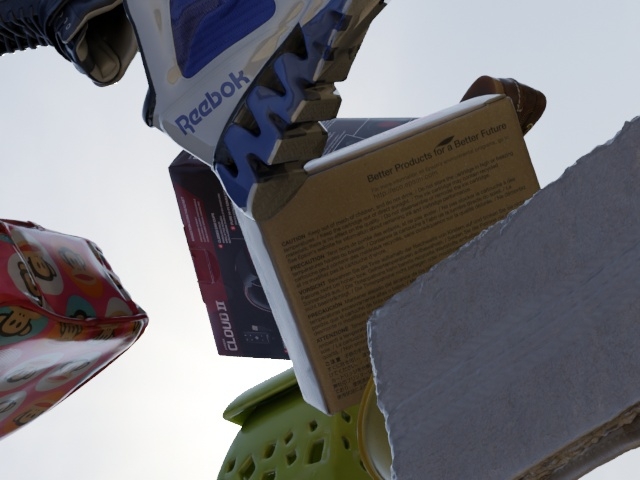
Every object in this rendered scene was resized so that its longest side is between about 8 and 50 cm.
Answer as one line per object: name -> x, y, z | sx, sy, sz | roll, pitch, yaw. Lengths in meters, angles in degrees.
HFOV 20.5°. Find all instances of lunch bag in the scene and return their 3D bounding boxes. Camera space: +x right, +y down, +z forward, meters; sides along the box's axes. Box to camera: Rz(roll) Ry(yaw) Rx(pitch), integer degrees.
lunch bag -> -0.304, 0.101, 1.492 | 0.258, 0.120, 0.293 | -39, -16, 11

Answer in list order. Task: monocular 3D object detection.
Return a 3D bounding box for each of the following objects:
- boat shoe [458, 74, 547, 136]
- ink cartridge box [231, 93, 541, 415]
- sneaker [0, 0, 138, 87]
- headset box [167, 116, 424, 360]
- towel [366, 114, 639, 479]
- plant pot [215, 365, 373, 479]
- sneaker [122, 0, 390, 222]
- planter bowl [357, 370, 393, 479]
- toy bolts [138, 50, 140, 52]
boat shoe -> 0.145, -0.077, 1.739 | 0.207, 0.073, 0.073 | -49, 45, 40
ink cartridge box -> 0.069, 0.009, 1.449 | 0.088, 0.234, 0.193 | -167, 57, -75
sneaker -> -0.263, -0.190, 1.621 | 0.086, 0.226, 0.163 | 51, -167, -48
headset box -> 0.000, 0.000, 1.682 | 0.110, 0.293, 0.218 | -53, -43, -51
towel -> 0.142, 0.061, 1.125 | 0.049, 0.282, 0.187 | 24, -137, -37
plant pot -> 0.024, 0.252, 1.956 | 0.228, 0.227, 0.207 | 25, -129, -35
sneaker -> -0.047, -0.190, 1.289 | 0.315, 0.182, 0.127 | -62, -13, 10
planter bowl -> 0.144, 0.141, 1.370 | 0.217, 0.090, 0.217 | -14, -56, -21
toy bolts -> -0.196, -0.324, 1.990 | 0.158, 0.228, 0.218 | -110, 6, -63
